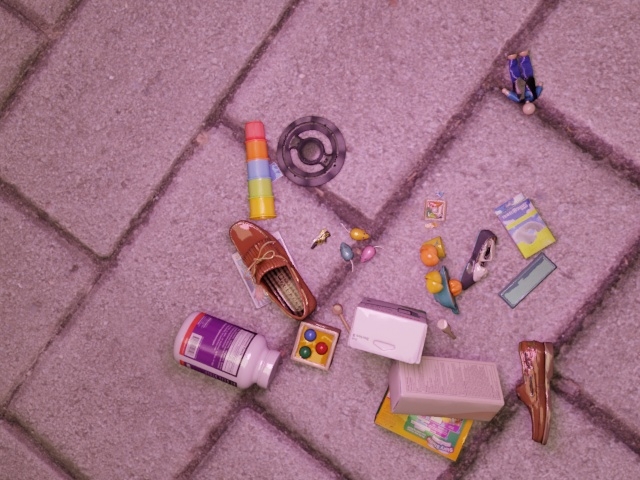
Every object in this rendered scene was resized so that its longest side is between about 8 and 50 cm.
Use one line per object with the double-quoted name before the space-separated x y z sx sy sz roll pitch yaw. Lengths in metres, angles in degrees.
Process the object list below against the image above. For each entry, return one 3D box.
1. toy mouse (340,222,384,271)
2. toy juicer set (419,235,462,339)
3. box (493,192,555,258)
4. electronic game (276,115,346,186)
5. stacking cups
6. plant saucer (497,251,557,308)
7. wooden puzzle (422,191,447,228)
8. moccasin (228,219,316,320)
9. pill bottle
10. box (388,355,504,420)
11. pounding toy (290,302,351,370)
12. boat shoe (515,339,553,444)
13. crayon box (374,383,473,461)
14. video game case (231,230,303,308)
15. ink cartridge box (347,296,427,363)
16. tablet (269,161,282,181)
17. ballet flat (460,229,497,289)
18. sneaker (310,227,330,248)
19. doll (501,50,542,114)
"toy mouse" 0.119 0.034 1.931 0.160 0.031 0.143 18 93 8
"toy juicer set" 0.380 0.150 1.801 0.089 0.209 0.329 -15 87 17
"box" 0.629 -0.047 1.847 0.109 0.042 0.178 -33 86 7
"electronic game" -0.030 -0.290 1.946 0.229 0.048 0.230 0 91 9
"stacking cups" -0.195 -0.228 1.951 0.095 0.096 0.317 -4 85 9
"plant saucer" 0.644 0.126 1.857 0.192 0.018 0.067 -45 84 5
"wooden puzzle" 0.365 -0.096 1.902 0.078 0.014 0.117 -2 89 9
"moccasin" -0.162 0.095 1.893 0.139 0.147 0.380 -33 84 7
"pill bottle" -0.297 0.360 1.921 0.322 0.181 0.182 20 93 8
"box" 0.368 0.439 1.781 0.310 0.121 0.148 7 48 -6
"pounding toy" 0.022 0.304 1.914 0.180 0.094 0.206 17 93 9
"boat shoe" 0.646 0.458 1.819 0.104 0.111 0.308 2 81 13
"crayon box" 0.327 0.548 1.873 0.278 0.081 0.166 24 94 8
"video game case" -0.174 0.097 1.981 0.183 0.023 0.202 -27 86 8
"ink cartridge box" 0.208 0.262 1.787 0.211 0.289 0.122 13 92 8
"tablet" -0.173 -0.217 1.989 0.083 0.006 0.054 -33 85 7
"ballet flat" 0.494 0.065 1.848 0.074 0.074 0.203 21 91 8
"sneaker" 0.000 0.000 1.949 0.035 0.031 0.083 41 96 6
"doll" 0.624 -0.481 1.845 0.128 0.046 0.189 -15 94 -1
